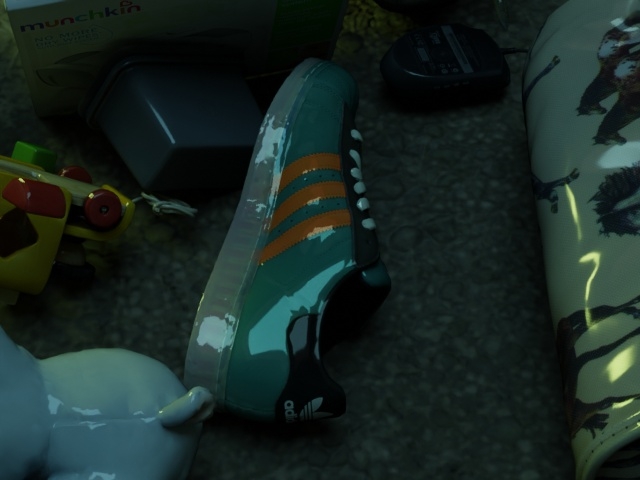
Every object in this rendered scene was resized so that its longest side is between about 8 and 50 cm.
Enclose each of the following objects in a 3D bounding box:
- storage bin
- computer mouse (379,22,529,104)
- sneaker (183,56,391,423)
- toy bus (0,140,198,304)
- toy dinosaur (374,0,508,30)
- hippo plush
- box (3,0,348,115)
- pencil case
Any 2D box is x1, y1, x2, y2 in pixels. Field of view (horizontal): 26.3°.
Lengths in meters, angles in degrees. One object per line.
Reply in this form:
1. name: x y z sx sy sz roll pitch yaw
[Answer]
1. storage bin: -0.107 -0.086 1.065 0.135 0.098 0.091 -4 54 -44
2. computer mouse: 0.165 -0.151 1.161 0.242 0.041 0.071 -6 49 -13
3. sneaker: 0.000 0.000 0.997 0.121 0.108 0.302 12 60 9
4. toy bus: -0.224 -0.009 1.000 0.202 0.191 0.104 21 98 18
5. toy dinosaur: 0.083 -0.259 1.215 0.160 0.121 0.313 -21 58 -1
6. hippo plush: -0.205 0.129 0.863 0.236 0.234 0.294 19 64 -22
7. box: -0.116 -0.214 1.068 0.262 0.231 0.127 -12 78 -10
8. pencil case: 0.244 -0.012 0.960 0.183 0.160 0.410 -12 50 13
